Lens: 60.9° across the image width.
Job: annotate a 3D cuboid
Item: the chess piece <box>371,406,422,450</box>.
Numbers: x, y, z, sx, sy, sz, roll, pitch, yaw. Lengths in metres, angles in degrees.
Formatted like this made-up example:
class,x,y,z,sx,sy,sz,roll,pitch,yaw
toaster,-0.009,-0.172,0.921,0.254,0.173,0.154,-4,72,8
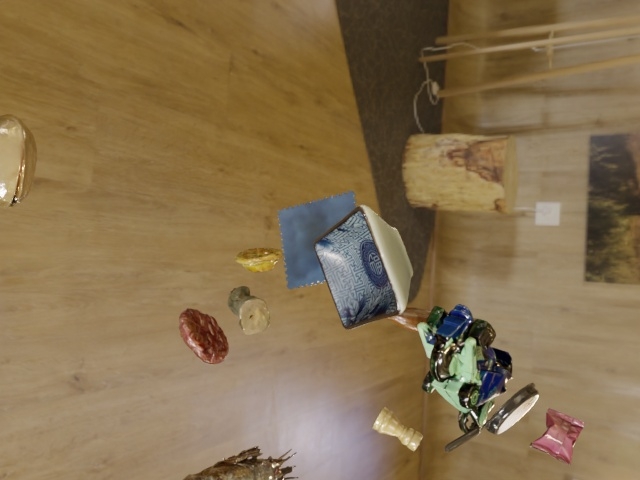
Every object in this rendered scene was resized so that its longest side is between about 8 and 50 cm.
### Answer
class,x,y,z,sx,sy,sz,roll,pitch,yaw
chess piece,0.199,0.484,1.395,0.066,0.122,0.066,-56,167,-21

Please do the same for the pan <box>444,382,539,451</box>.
class,x,y,z,sx,sy,sz,roll,pitch,yaw
pan,0.347,0.364,1.085,0.235,0.028,0.136,-26,141,-17

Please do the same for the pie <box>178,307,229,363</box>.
class,x,y,z,sx,sy,sz,roll,pitch,yaw
pie,-0.270,0.221,1.266,0.154,0.036,0.154,50,13,-16

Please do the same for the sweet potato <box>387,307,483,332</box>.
class,x,y,z,sx,sy,sz,roll,pitch,yaw
sweet potato,0.257,0.185,1.209,0.265,0.057,0.057,12,79,-14

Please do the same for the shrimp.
class,x,y,z,sx,sy,sz,roll,pitch,yaw
shrimp,-0.167,0.512,1.164,0.343,0.145,0.116,9,56,-51

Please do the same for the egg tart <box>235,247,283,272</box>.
class,x,y,z,sx,sy,sz,roll,pitch,yaw
egg tart,-0.160,0.052,1.433,0.129,0.129,0.049,-26,116,-56

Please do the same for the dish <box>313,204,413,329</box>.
class,x,y,z,sx,sy,sz,roll,pitch,yaw
dish,0.084,0.047,0.946,0.080,0.243,0.181,-17,81,-24

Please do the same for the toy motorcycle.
class,x,y,z,sx,sy,sz,roll,pitch,yaw
toy motorcycle,0.310,0.262,1.121,0.196,0.125,0.331,-53,133,-25

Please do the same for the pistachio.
class,x,y,z,sx,sy,sz,roll,pitch,yaw
pistachio,-0.610,-0.153,1.065,0.108,0.126,0.185,3,84,-59

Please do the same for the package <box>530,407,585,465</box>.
class,x,y,z,sx,sy,sz,roll,pitch,yaw
package,0.361,0.296,0.827,0.083,0.059,0.029,-43,139,-37

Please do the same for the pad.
class,x,y,z,sx,sy,sz,roll,pitch,yaw
pad,0.000,0.000,1.668,0.012,0.269,0.269,25,57,-66

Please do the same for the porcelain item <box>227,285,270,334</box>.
class,x,y,z,sx,sy,sz,roll,pitch,yaw
porcelain item,-0.183,0.148,1.290,0.069,0.216,0.081,-15,106,-18
